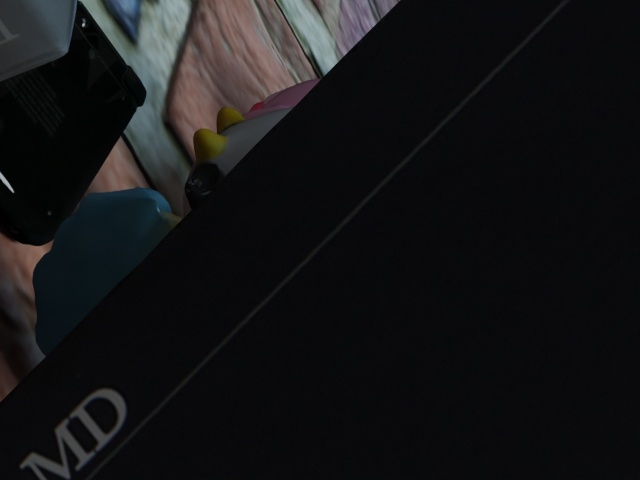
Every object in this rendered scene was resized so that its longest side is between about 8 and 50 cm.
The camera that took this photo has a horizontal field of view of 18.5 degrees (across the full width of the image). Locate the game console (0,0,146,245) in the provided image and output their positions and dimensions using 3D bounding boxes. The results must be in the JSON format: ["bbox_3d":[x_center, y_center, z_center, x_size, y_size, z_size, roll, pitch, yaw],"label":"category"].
[{"bbox_3d":[-0.118,-0.075,0.634,0.122,0.071,0.107,55,52,-40],"label":"game console"}]

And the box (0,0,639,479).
[{"bbox_3d":[0.113,0.099,0.406,0.312,0.343,0.179,46,2,32],"label":"box"}]

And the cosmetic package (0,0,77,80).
[{"bbox_3d":[-0.154,-0.124,0.377,0.238,0.127,0.107,56,21,-35],"label":"cosmetic package"}]

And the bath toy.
[{"bbox_3d":[0.000,0.000,0.741,0.129,0.151,0.348,34,18,3],"label":"bath toy"}]
